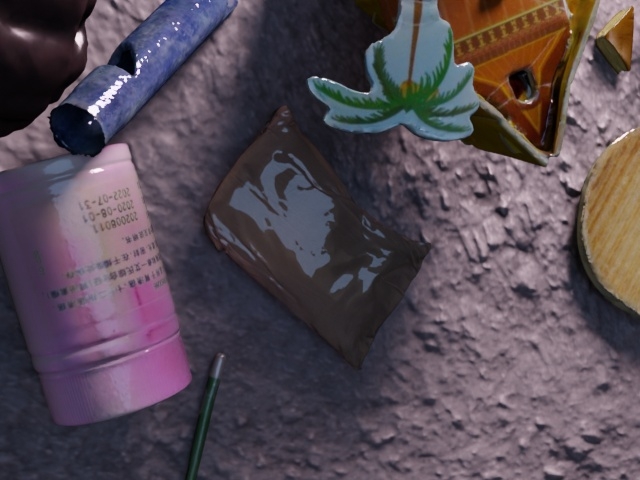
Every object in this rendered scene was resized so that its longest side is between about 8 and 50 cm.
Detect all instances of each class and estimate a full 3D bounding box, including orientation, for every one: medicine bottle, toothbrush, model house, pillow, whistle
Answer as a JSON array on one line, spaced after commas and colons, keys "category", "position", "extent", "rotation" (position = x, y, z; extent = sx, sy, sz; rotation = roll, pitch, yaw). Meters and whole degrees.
[{"category": "medicine bottle", "position": [-0.232, 0.042, 0.953], "extent": [0.152, 0.152, 0.253], "rotation": [-16, 96, -17]}, {"category": "toothbrush", "position": [-0.141, 0.251, 1.057], "extent": [0.024, 0.018, 0.257], "rotation": [14, 87, -12]}, {"category": "model house", "position": [0.095, -0.216, 1.002], "extent": [0.340, 0.300, 0.323], "rotation": [-26, 108, -16]}, {"category": "pillow", "position": [0.000, 0.000, 1.074], "extent": [0.270, 0.067, 0.173], "rotation": [41, 84, -15]}, {"category": "whistle", "position": [-0.165, -0.191, 0.954], "extent": [0.062, 0.062, 0.304], "rotation": [44, 44, -14]}]

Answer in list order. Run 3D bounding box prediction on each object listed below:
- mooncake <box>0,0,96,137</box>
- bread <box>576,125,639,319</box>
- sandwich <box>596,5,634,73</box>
[{"category": "mooncake", "position": [-0.311, -0.230, 0.864], "extent": [0.141, 0.283, 0.283], "rotation": [1, 91, -43]}, {"category": "bread", "position": [0.442, -0.023, 1.233], "extent": [0.267, 0.040, 0.266], "rotation": [-1, 92, -18]}, {"category": "sandwich", "position": [0.374, -0.257, 1.210], "extent": [0.044, 0.031, 0.083], "rotation": [2, 91, -20]}]
